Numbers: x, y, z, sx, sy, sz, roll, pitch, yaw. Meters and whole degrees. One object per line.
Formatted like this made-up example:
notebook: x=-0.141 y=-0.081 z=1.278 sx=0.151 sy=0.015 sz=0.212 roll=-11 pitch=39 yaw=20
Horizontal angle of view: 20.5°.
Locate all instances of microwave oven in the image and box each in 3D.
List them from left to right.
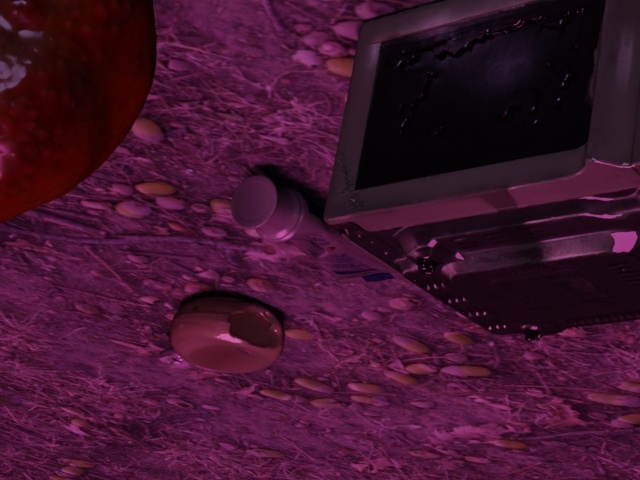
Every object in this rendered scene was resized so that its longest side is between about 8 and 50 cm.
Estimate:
microwave oven: x=0.224 y=-0.060 z=1.422 sx=0.355 sy=0.218 sz=0.286 roll=-10 pitch=148 yaw=39

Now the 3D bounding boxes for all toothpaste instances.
toothpaste: x=0.000 y=0.000 z=1.879 sx=0.096 sy=0.061 sz=0.266 roll=-6 pitch=159 yaw=31

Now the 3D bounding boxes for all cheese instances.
cheese: x=-0.136 y=0.127 z=2.205 sx=0.137 sy=0.064 sz=0.227 roll=24 pitch=155 yaw=-24

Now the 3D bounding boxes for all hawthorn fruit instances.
hawthorn fruit: x=-0.263 y=-0.131 z=1.399 sx=0.287 sy=0.287 sz=0.330 roll=8 pitch=162 yaw=6
